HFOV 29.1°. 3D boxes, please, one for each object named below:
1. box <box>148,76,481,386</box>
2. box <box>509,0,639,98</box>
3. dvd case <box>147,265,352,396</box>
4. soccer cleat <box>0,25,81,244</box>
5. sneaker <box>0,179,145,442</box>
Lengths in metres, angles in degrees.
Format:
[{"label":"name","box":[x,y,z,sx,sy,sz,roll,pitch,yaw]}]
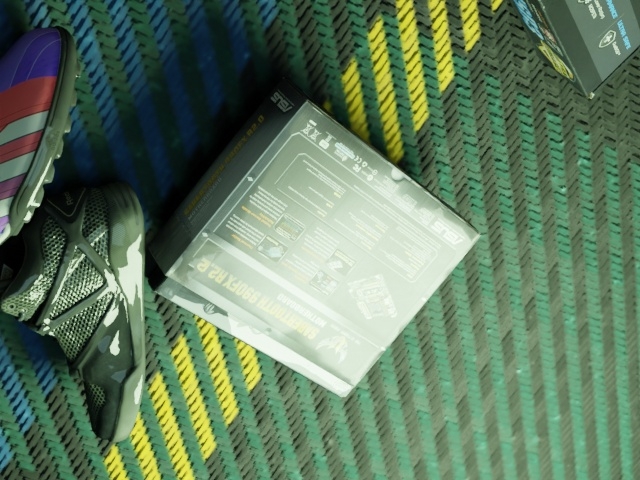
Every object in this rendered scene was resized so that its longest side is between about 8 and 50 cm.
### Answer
[{"label":"box","box":[0.000,0.000,1.050,0.231,0.056,0.183,34,100,-34]},{"label":"box","box":[0.265,-0.290,0.973,0.293,0.073,0.295,-44,150,4]},{"label":"dvd case","box":[-0.009,0.025,1.112,0.238,0.029,0.179,33,100,-35]},{"label":"soccer cleat","box":[-0.286,-0.029,0.913,0.116,0.108,0.318,25,107,-29]},{"label":"sneaker","box":[-0.210,0.066,1.011,0.130,0.087,0.227,-8,117,-19]}]
